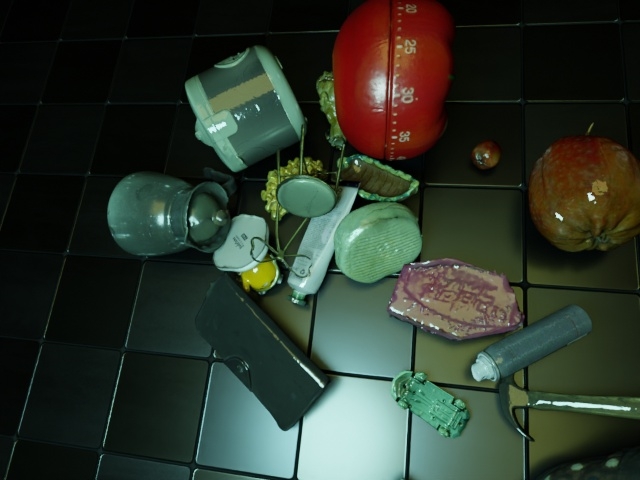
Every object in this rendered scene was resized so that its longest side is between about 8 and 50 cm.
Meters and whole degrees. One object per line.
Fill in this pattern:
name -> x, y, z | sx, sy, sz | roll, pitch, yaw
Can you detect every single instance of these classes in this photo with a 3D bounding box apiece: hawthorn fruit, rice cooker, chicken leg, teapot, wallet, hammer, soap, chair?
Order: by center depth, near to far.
hammer -> 0.583, 0.325, 0.947 | 0.441, 0.044, 0.168 | -8, 67, 32
hawthorn fruit -> 0.588, -0.100, 1.067 | 0.259, 0.258, 0.261 | -27, 51, 1
soap -> 0.317, 0.141, 1.106 | 0.290, 0.112, 0.182 | 20, 80, 15
chair -> -0.039, -0.096, 1.136 | 0.160, 0.170, 0.325 | 24, 53, -24
wallet -> -0.155, 0.261, 1.140 | 0.377, 0.051, 0.197 | 44, 118, 18
hawthorn fruit -> 0.424, -0.220, 1.220 | 0.077, 0.077, 0.077 | -3, 72, 10
teapot -> -0.341, -0.069, 1.247 | 0.286, 0.305, 0.223 | 5, 103, 24
rice cooker -> -0.202, -0.344, 1.273 | 0.277, 0.288, 0.288 | -26, 70, 3
chicken leg -> 0.035, -0.365, 1.323 | 0.088, 0.103, 0.227 | -2, 75, -6

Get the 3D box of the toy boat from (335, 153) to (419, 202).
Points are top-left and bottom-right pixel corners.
toy boat -> 0.151, -0.143, 1.190 | 0.108, 0.099, 0.293 | -50, 40, -10

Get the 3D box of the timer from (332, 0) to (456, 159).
timer -> 0.171, -0.384, 1.156 | 0.280, 0.378, 0.377 | 1, 73, 4

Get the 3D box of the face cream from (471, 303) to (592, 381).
face cream -> 0.451, 0.226, 1.036 | 0.284, 0.073, 0.073 | -23, 69, -13

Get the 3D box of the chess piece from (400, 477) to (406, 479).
chess piece -> 0.220, 0.631, 0.936 | 0.195, 0.194, 0.299 | -41, 62, -4

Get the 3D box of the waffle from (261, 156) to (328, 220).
waffle -> -0.069, -0.146, 1.301 | 0.192, 0.046, 0.160 | -17, 67, 3

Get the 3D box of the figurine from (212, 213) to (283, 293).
figurine -> -0.171, 0.041, 1.247 | 0.167, 0.141, 0.250 | -37, 34, 5

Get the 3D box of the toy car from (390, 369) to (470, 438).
toy car -> 0.243, 0.361, 1.075 | 0.186, 0.058, 0.093 | 33, 80, 6

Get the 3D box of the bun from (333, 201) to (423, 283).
bun -> 0.130, -0.002, 1.152 | 0.222, 0.221, 0.108 | -26, 40, 2

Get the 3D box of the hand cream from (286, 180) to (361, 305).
hand cream -> 0.000, 0.000, 1.207 | 0.121, 0.076, 0.335 | 16, 83, 46

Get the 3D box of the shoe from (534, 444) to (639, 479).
shoe -> 0.590, 0.473, 0.876 | 0.385, 0.237, 0.171 | -17, 68, 3
